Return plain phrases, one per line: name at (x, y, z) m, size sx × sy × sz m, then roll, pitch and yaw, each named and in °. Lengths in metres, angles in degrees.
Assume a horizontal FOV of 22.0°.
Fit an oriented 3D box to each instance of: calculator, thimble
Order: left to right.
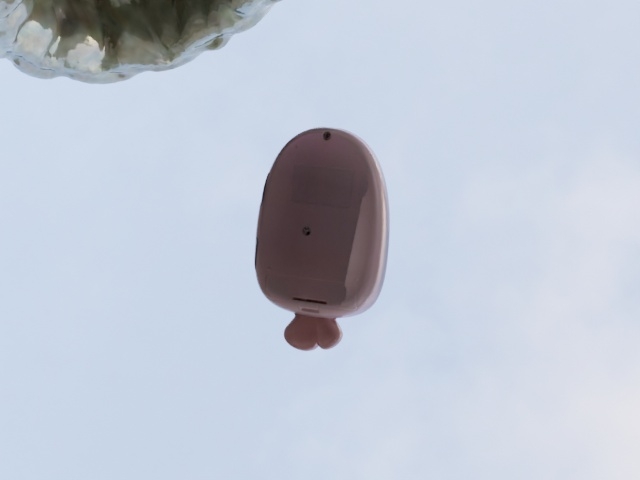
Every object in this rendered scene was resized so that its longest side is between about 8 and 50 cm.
thimble at (-0.154, -0.265, 1.271) m, size 0.291 × 0.291 × 0.195 m, roll -22°, pitch -109°, yaw 20°
calculator at (0.000, 0.000, 1.200) m, size 0.103 × 0.024 × 0.166 m, roll 6°, pitch -86°, yaw 21°
